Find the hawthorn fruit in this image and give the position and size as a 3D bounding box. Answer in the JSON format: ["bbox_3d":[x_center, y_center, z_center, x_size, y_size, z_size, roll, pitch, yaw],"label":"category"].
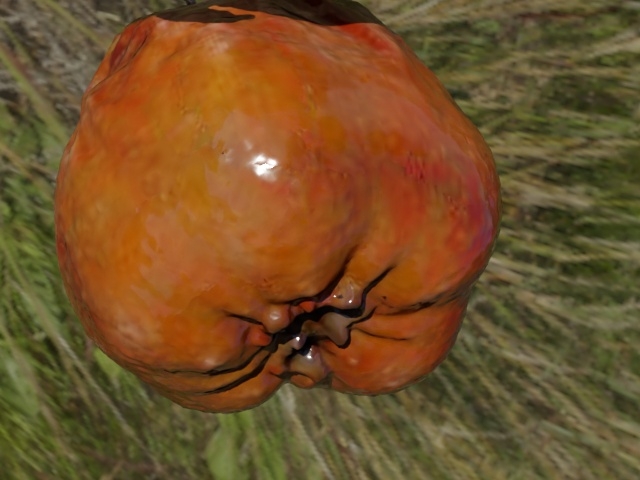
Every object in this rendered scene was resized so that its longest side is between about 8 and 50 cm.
[{"bbox_3d":[-0.034,-0.042,0.659,0.207,0.243,0.207,-14,144,-11],"label":"hawthorn fruit"}]
